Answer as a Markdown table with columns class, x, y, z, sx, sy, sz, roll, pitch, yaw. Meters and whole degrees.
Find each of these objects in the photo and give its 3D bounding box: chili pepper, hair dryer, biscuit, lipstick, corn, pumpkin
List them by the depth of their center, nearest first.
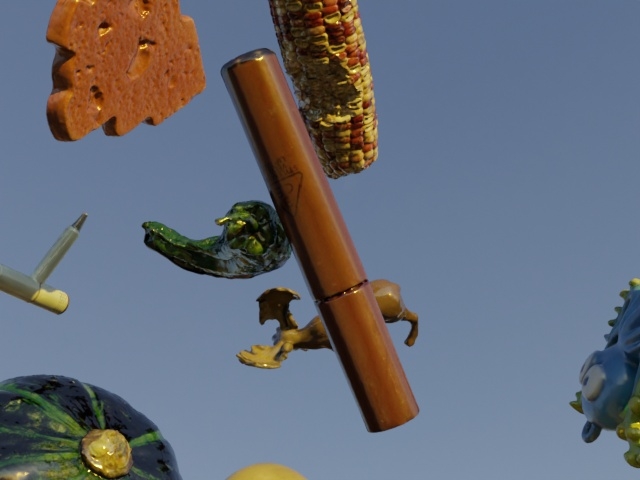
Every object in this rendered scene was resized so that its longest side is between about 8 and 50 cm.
| class | x | y | z | sx | sy | sz | roll | pitch | yaw |
| --- | --- | --- | --- | --- | --- | --- | --- | --- | --- |
| lipstick | 0.000 | 0.000 | 0.859 | 0.057 | 0.057 | 0.357 | -22 | -87 | 12 |
| pumpkin | -0.261 | 0.271 | 0.924 | 0.315 | 0.315 | 0.238 | 23 | -56 | -31 |
| chili pepper | -0.089 | -0.005 | 0.943 | 0.122 | 0.065 | 0.279 | 10 | -12 | -24 |
| corn | 0.007 | -0.193 | 1.065 | 0.098 | 0.098 | 0.290 | -12 | -59 | 2 |
| biscuit | -0.257 | -0.251 | 1.298 | 0.306 | 0.043 | 0.284 | 18 | -87 | -62 |
| hair dryer | -0.449 | 0.017 | 1.566 | 0.044 | 0.183 | 0.155 | 19 | -10 | 36 |

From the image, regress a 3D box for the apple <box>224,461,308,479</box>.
| class | x | y | z | sx | sy | sz | roll | pitch | yaw |
| --- | --- | --- | --- | --- | --- | --- | --- | --- | --- |
| apple | -0.084 | 0.415 | 1.347 | 0.200 | 0.200 | 0.200 | -6 | -43 | -5 |

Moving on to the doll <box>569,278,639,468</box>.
| class | x | y | z | sx | sy | sz | roll | pitch | yaw |
| --- | --- | --- | --- | --- | --- | --- | --- | --- | --- |
| doll | 0.451 | 0.157 | 1.373 | 0.098 | 0.346 | 0.341 | 17 | -72 | -1 |

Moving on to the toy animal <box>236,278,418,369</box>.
| class | x | y | z | sx | sy | sz | roll | pitch | yaw |
| --- | --- | --- | --- | --- | --- | --- | --- | --- | --- |
| toy animal | 0.007 | 0.109 | 1.218 | 0.214 | 0.094 | 0.186 | -32 | -33 | 8 |
